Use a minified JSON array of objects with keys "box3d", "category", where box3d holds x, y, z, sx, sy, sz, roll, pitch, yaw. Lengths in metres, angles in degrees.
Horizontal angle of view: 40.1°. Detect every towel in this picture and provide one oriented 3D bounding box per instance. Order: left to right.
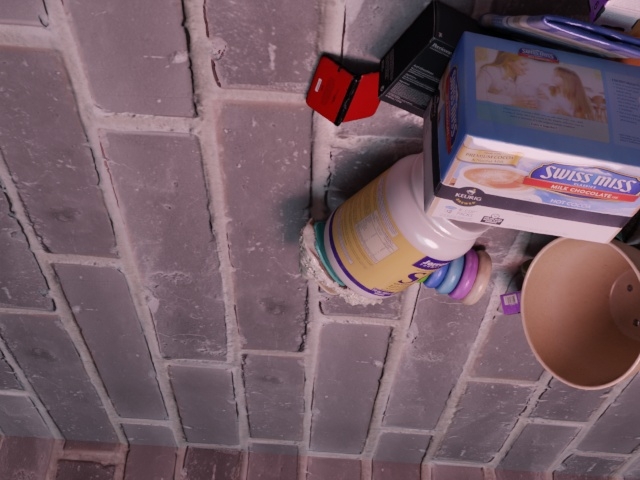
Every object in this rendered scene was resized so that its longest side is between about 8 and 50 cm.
[{"box3d":[0.394,-0.336,1.425,0.209,0.034,0.285,13,-169,-12],"category":"towel"}]

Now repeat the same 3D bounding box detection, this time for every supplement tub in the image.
[{"box3d":[0.188,-0.038,1.883,0.241,0.241,0.331,23,143,-27],"category":"supplement tub"}]

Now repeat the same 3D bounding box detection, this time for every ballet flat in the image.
[{"box3d":[0.027,0.074,2.134,0.146,0.147,0.409,-13,151,25],"category":"ballet flat"}]

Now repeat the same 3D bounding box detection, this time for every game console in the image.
[{"box3d":[0.054,-0.298,1.702,0.124,0.085,0.144,36,146,8],"category":"game console"}]

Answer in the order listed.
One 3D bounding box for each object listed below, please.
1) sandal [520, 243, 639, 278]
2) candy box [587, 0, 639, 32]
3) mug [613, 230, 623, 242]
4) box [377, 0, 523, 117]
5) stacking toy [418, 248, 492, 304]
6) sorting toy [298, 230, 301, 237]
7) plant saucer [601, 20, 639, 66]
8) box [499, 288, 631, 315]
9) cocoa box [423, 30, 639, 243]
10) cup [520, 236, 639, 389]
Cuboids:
[{"box3d":[0.627,0.034,2.094,0.302,0.120,0.086,-13,113,20],"category":"sandal"},{"box3d":[0.467,-0.440,1.295,0.070,0.165,0.196,9,147,-10],"category":"candy box"},{"box3d":[0.627,-0.025,1.990,0.157,0.097,0.129,-18,141,29],"category":"mug"},{"box3d":[0.263,-0.297,1.599,0.261,0.103,0.184,20,147,-22],"category":"box"},{"box3d":[0.242,0.045,2.132,0.330,0.141,0.141,19,145,-10],"category":"stacking toy"},{"box3d":[0.000,0.000,2.159,0.075,0.045,0.083,-29,139,13],"category":"sorting toy"},{"box3d":[0.601,-0.341,1.554,0.199,0.037,0.200,2,148,1],"category":"plant saucer"},{"box3d":[0.618,0.133,2.196,0.293,0.057,0.201,-14,172,25],"category":"box"},{"box3d":[0.369,-0.168,1.481,0.346,0.232,0.228,9,148,-7],"category":"cocoa box"},{"box3d":[0.641,0.147,1.919,0.236,0.331,0.331,-1,155,-37],"category":"cup"}]
